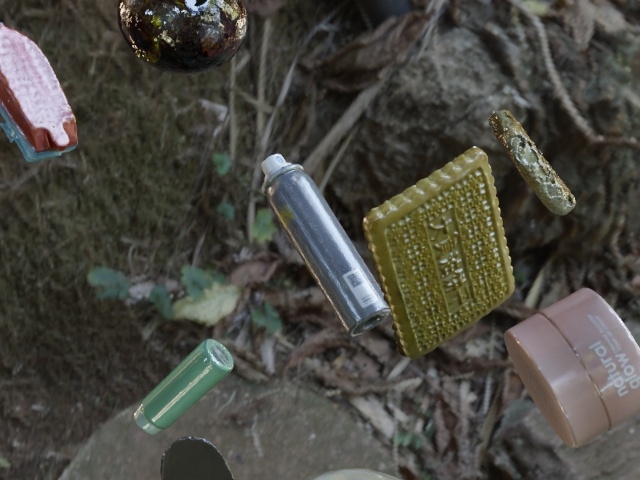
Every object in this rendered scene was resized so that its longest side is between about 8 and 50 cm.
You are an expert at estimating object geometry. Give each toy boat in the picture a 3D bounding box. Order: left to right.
[{"bbox_3d":[-0.307,-0.152,1.108,0.069,0.059,0.173,-20,74,-41],"label":"toy boat"}]

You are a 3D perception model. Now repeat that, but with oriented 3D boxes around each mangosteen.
[{"bbox_3d":[-0.191,-0.349,1.550,0.192,0.217,0.192,13,32,-8],"label":"mangosteen"}]

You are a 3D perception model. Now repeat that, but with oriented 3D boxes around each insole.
[{"bbox_3d":[-0.109,0.389,1.312,0.111,0.007,0.327,-20,96,-2],"label":"insole"}]

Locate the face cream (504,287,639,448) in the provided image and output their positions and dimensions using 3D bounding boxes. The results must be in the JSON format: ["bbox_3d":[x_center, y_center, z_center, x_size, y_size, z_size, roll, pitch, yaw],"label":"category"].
[{"bbox_3d":[0.283,0.139,1.187,0.104,0.149,0.149,-29,67,-2],"label":"face cream"}]

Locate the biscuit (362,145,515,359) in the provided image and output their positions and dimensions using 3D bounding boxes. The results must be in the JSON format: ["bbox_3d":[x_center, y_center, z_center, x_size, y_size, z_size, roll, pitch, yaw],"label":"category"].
[{"bbox_3d":[0.147,0.025,1.281,0.172,0.254,0.029,-32,44,-13],"label":"biscuit"}]

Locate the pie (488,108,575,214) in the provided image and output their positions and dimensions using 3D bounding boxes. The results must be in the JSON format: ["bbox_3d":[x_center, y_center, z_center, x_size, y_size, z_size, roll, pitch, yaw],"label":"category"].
[{"bbox_3d":[0.317,-0.122,1.642,0.195,0.046,0.195,49,13,-15],"label":"pie"}]

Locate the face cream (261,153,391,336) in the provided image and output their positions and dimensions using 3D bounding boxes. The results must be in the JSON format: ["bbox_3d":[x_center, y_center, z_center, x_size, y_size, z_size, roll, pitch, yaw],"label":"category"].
[{"bbox_3d":[0.000,0.000,1.515,0.073,0.073,0.283,-20,69,-31],"label":"face cream"}]

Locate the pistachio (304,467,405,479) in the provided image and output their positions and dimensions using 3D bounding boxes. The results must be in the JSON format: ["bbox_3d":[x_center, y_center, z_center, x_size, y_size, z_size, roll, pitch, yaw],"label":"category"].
[{"bbox_3d":[0.053,0.327,1.209,0.238,0.153,0.137,25,81,-40],"label":"pistachio"}]

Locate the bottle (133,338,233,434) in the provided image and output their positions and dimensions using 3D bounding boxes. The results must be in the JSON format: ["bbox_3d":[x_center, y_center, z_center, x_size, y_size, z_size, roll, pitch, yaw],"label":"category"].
[{"bbox_3d":[-0.101,0.108,0.792,0.030,0.083,0.030,42,18,-17],"label":"bottle"}]
